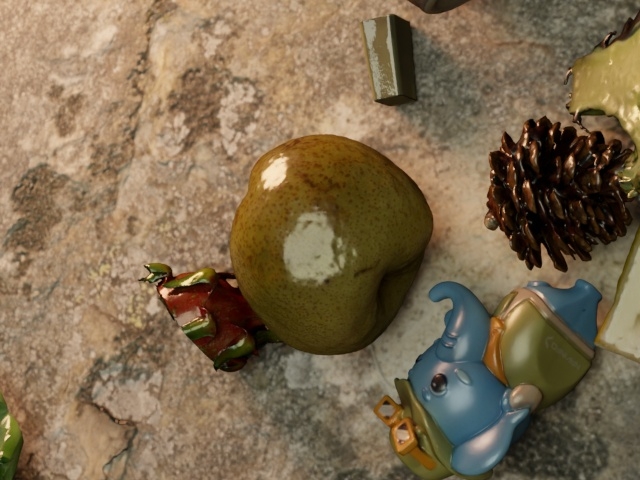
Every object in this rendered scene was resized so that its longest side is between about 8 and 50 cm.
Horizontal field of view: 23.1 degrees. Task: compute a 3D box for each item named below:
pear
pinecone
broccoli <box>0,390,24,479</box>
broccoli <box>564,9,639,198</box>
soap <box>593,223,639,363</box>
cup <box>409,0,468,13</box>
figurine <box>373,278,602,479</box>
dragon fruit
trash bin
[{"bbox_3d":[0.000,0.000,1.692,0.211,0.188,0.228,32,91,20],"label":"pear"},{"bbox_3d":[0.248,-0.049,1.605,0.173,0.173,0.174,-2,85,24],"label":"pinecone"},{"bbox_3d":[-0.476,0.274,1.883,0.245,0.265,0.294,-32,78,-18],"label":"broccoli"},{"bbox_3d":[0.375,-0.142,1.490,0.273,0.180,0.242,165,117,-67],"label":"broccoli"},{"bbox_3d":[0.419,-0.004,1.564,0.199,0.091,0.315,23,96,23],"label":"soap"},{"bbox_3d":[0.104,-0.391,1.634,0.227,0.301,0.257,-35,80,-3],"label":"cup"},{"bbox_3d":[0.173,0.137,1.645,0.180,0.154,0.262,33,82,32],"label":"figurine"},{"bbox_3d":[-0.111,0.083,1.785,0.175,0.142,0.138,-12,39,-8],"label":"dragon fruit"},{"bbox_3d":[0.076,-0.200,1.746,0.043,0.061,0.092,-9,84,23],"label":"trash bin"}]
